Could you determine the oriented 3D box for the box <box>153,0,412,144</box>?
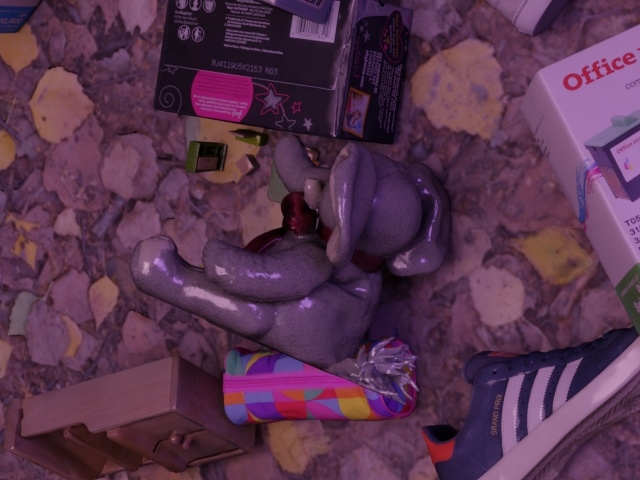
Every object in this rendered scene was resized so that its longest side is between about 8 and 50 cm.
[{"bbox_3d":[-0.041,-0.206,2.018,0.247,0.142,0.163,11,94,29],"label":"box"}]

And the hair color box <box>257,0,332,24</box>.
[{"bbox_3d":[-0.029,-0.438,1.884,0.185,0.113,0.374,24,96,28],"label":"hair color box"}]

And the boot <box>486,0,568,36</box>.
[{"bbox_3d":[0.245,-0.346,1.858,0.123,0.095,0.258,41,114,13],"label":"boot"}]

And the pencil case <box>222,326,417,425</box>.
[{"bbox_3d":[-0.003,0.161,2.047,0.236,0.104,0.104,-8,89,33],"label":"pencil case"}]

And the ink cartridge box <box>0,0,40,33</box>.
[{"bbox_3d":[-0.411,-0.398,2.217,0.233,0.168,0.171,-47,71,25],"label":"ink cartridge box"}]

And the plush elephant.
[{"bbox_3d":[0.000,0.000,1.928,0.330,0.272,0.255,21,85,26],"label":"plush elephant"}]

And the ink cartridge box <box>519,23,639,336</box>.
[{"bbox_3d":[0.349,-0.073,1.753,0.201,0.117,0.278,-25,78,-7],"label":"ink cartridge box"}]

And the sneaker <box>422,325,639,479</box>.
[{"bbox_3d":[0.240,0.148,1.883,0.350,0.131,0.148,-44,64,22],"label":"sneaker"}]

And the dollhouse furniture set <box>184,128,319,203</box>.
[{"bbox_3d":[-0.080,-0.087,2.099,0.151,0.058,0.076,18,103,29],"label":"dollhouse furniture set"}]

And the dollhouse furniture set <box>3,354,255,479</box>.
[{"bbox_3d":[-0.229,0.364,2.062,0.256,0.362,0.394,-17,56,30],"label":"dollhouse furniture set"}]
